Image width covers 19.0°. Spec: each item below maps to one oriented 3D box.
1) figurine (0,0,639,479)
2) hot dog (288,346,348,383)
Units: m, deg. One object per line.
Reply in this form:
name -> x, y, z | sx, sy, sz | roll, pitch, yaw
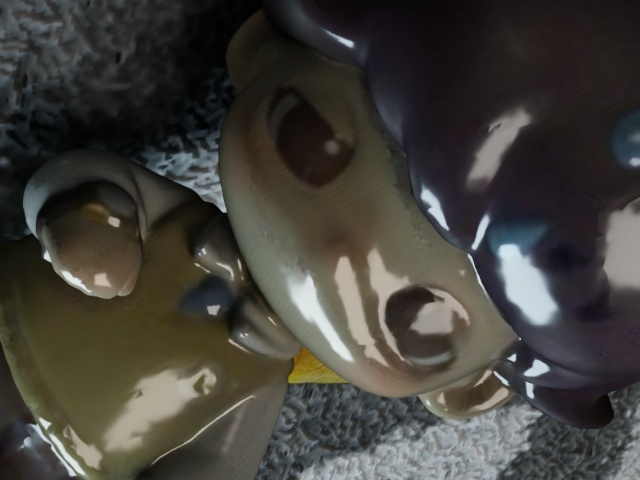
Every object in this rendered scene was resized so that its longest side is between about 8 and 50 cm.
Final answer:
figurine -> -0.007, -0.004, 0.718 | 0.365, 0.218, 0.206 | -26, 163, -9
hot dog -> 0.079, 0.031, 0.939 | 0.289, 0.068, 0.083 | 1, 152, -48
